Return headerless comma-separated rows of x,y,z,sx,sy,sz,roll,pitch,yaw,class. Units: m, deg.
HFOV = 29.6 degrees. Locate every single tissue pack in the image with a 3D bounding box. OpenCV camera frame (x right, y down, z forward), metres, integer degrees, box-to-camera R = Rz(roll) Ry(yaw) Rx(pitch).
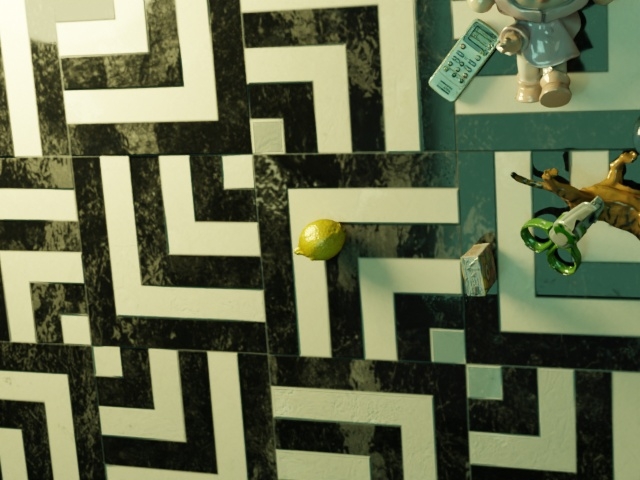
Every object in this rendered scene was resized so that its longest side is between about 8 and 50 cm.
0.235,0.044,1.795,0.035,0.083,0.063,-8,99,21,tissue pack

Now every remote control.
0.211,-0.262,1.765,0.053,0.018,0.124,40,113,6,remote control

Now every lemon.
0.000,0.000,1.881,0.092,0.065,0.065,-27,93,17,lemon

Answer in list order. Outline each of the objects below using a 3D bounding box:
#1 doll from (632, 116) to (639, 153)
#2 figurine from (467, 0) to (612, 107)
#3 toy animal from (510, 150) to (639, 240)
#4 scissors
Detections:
0.476,-0.151,1.680,0.083,0.050,0.076,-6,97,23,doll
0.303,-0.322,1.659,0.200,0.133,0.276,-1,108,8,figurine
0.395,-0.058,1.716,0.255,0.114,0.116,21,134,20,toy animal
0.348,-0.017,1.701,0.101,0.027,0.204,40,157,6,scissors
